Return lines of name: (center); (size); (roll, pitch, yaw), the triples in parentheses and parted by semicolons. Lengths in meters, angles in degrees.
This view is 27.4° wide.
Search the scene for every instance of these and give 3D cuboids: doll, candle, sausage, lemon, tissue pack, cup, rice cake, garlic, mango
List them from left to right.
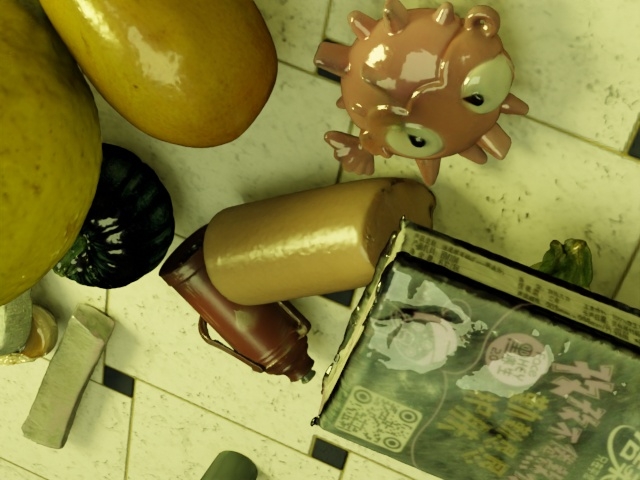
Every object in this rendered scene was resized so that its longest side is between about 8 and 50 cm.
lemon: (-0.400, -0.098, 1.381); (0.350, 0.350, 0.387); (41, 99, -11)
candle: (-0.461, 0.060, 1.794); (0.192, 0.068, 0.168); (47, 118, 12)
garlic: (-0.415, 0.127, 1.860); (0.113, 0.074, 0.094); (-3, 92, 35)
rice cake: (-0.371, 0.202, 1.918); (0.073, 0.056, 0.365); (27, 137, -3)
mango: (-0.179, -0.229, 1.306); (0.317, 0.173, 0.211); (48, 169, -16)
cup: (-0.126, 0.360, 1.912); (0.100, 0.077, 0.078); (19, 136, 14)
sausage: (0.000, 0.000, 1.469); (0.253, 0.123, 0.123); (-12, 123, 37)
doll: (0.094, -0.145, 1.298); (0.211, 0.093, 0.262); (38, 135, -17)
tissue pack: (0.197, 0.155, 1.358); (0.361, 0.122, 0.259); (21, 126, -2)

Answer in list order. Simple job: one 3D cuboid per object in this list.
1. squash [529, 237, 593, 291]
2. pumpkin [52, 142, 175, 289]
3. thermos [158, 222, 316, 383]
squash: (0.237, 0.103, 1.440); (0.137, 0.137, 0.287); (36, 132, -5)
pumpkin: (-0.269, -0.031, 1.585); (0.194, 0.150, 0.194); (1, 101, 8)
thermos: (-0.085, 0.090, 1.620); (0.232, 0.099, 0.124); (47, 134, -15)
